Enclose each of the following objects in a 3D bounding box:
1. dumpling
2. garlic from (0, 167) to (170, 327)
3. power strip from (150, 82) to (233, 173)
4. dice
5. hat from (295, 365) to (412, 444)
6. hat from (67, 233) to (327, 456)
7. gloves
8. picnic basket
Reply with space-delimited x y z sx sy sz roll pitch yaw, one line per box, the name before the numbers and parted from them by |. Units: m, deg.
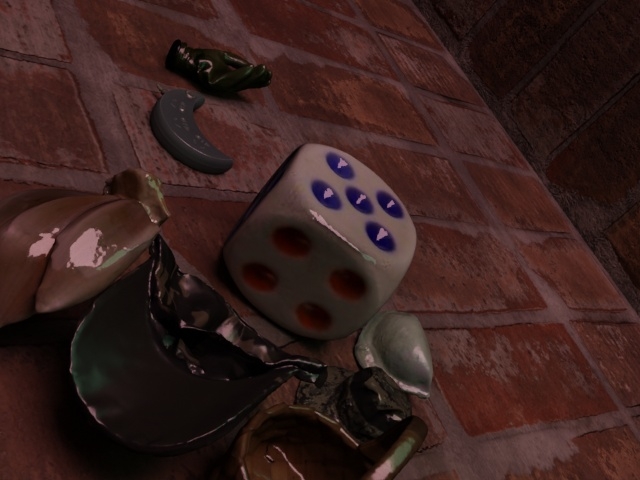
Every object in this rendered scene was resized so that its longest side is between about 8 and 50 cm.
dumpling | 0.158 0.243 1.634 0.105 0.149 0.217 58 11 -53
garlic | -0.397 -0.002 1.163 0.325 0.279 0.132 -37 121 -40
power strip | -0.301 -0.260 1.743 0.167 0.054 0.253 3 50 -47
dice | 0.000 0.000 1.566 0.304 0.277 0.304 38 35 -9
hat | 0.092 0.310 1.444 0.265 0.128 0.266 32 33 -24
hat | -0.212 0.191 1.203 0.366 0.257 0.381 39 52 10
gloves | -0.252 -0.426 1.942 0.268 0.107 0.135 10 47 -16
picnic basket | 0.028 0.367 1.131 0.337 0.337 0.293 49 33 9
